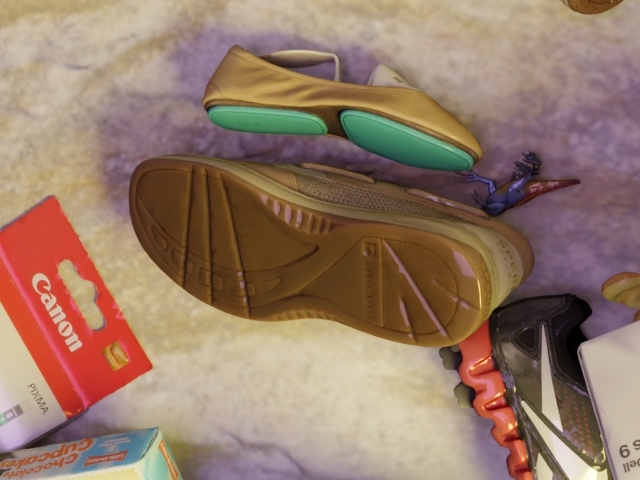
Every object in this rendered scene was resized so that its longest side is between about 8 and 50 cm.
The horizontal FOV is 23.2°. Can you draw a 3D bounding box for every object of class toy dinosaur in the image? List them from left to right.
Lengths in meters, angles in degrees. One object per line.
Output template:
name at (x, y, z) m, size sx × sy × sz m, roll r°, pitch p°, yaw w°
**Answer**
toy dinosaur at (0.141, -0.028, 1.213) m, size 0.090 × 0.047 × 0.082 m, roll 28°, pitch 124°, yaw 3°

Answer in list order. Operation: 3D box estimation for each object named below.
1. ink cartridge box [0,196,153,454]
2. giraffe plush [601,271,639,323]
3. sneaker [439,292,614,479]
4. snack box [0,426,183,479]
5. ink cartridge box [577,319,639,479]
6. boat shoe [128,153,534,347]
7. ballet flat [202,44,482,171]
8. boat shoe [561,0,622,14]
ink cartridge box at (-0.284, 0.094, 1.364) m, size 0.225 × 0.056 × 0.181 m, roll -32°, pitch 87°, yaw 21°
giraffe plush at (0.304, 0.008, 1.109) m, size 0.181 × 0.210 × 0.170 m, roll 44°, pitch 137°, yaw 5°
sneaker at (0.202, 0.162, 1.184) m, size 0.135 × 0.097 × 0.276 m, roll -24°, pitch 88°, yaw 22°
snack box at (-0.255, 0.274, 1.345) m, size 0.322 × 0.060 × 0.187 m, roll -11°, pitch 113°, yaw 19°
ink cartridge box at (0.326, 0.126, 1.028) m, size 0.211 × 0.289 × 0.121 m, roll -25°, pitch 57°, yaw 20°
boat shoe at (0.000, 0.000, 1.228) m, size 0.341 × 0.110 × 0.121 m, roll 17°, pitch 117°, yaw 30°
ballet flat at (0.020, -0.112, 1.227) m, size 0.232 × 0.080 × 0.073 m, roll 12°, pitch 71°, yaw 14°
boat shoe at (0.212, -0.298, 1.139) m, size 0.095 × 0.095 × 0.257 m, roll 42°, pitch 125°, yaw 50°
